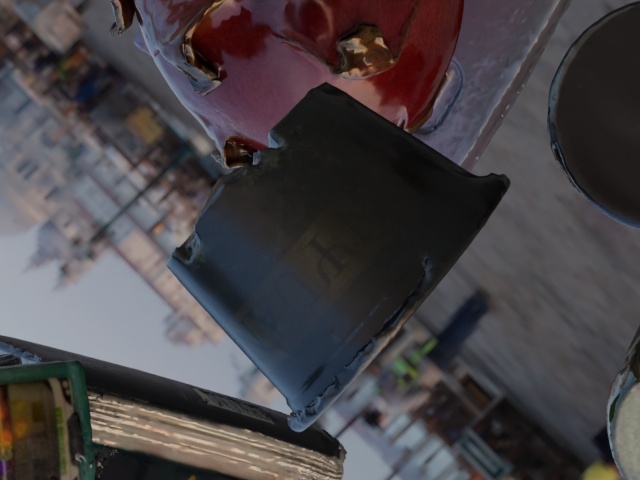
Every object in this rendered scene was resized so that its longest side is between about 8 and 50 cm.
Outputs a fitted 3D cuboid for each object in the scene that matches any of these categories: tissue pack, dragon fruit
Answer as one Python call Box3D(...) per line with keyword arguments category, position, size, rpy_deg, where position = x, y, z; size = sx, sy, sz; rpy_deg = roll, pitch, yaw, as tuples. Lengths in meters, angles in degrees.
Box3D(category="tissue pack", position=(-0.216, 0.272, 1.725), size=(0.416, 0.253, 0.264), rpy_deg=(23, 172, -37))
Box3D(category="dragon fruit", position=(-0.017, -0.178, 0.993), size=(0.250, 0.315, 0.250), rpy_deg=(13, -166, -3))

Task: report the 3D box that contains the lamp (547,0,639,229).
Box3D(category="lamp", position=(0.249, 0.001, 0.813), size=(0.371, 0.130, 0.108), rpy_deg=(37, -151, -49))

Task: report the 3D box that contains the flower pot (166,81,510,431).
Box3D(category="flower pot", position=(0.000, 0.000, 0.725), size=(0.107, 0.157, 0.157), rpy_deg=(39, 177, 0))

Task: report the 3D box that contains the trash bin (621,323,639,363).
Box3D(category="trash bin", position=(0.400, 0.075, 1.400), size=(0.115, 0.165, 0.225), rpy_deg=(46, 137, -12))

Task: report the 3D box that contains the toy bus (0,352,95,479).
Box3D(category="toy bus", position=(-0.224, 0.112, 0.784), size=(0.109, 0.262, 0.091), rpy_deg=(-3, -97, -47))

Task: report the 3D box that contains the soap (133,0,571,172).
Box3D(category="soap", position=(0.042, -0.207, 1.208), size=(0.296, 0.285, 0.107), rpy_deg=(31, -156, 7))

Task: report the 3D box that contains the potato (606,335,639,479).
Box3D(category="potato", position=(0.321, 0.109, 1.091), size=(0.255, 0.269, 0.112), rpy_deg=(21, -142, -17))
